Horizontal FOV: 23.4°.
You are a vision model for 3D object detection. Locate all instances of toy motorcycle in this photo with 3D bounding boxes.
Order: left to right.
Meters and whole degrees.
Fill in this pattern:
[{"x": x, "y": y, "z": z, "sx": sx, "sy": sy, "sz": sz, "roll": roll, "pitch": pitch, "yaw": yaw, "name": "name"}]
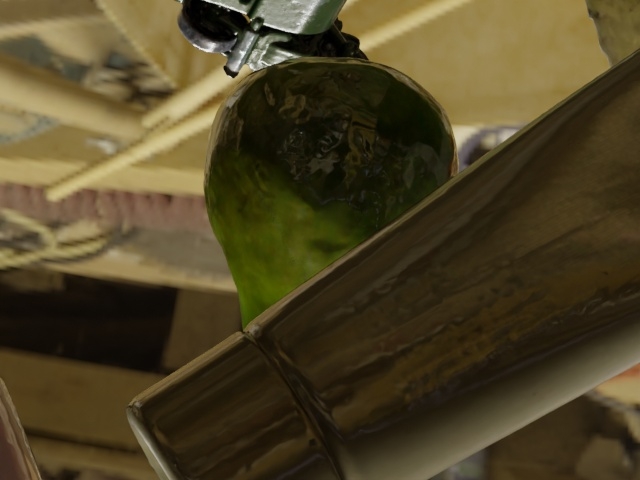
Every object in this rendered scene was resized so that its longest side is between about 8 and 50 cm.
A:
[{"x": -0.046, "y": -0.282, "z": 1.759, "sx": 0.275, "sy": 0.127, "sz": 0.205, "roll": 14, "pitch": 134, "yaw": -22, "name": "toy motorcycle"}]

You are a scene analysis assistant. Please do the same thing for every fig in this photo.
[{"x": 0.000, "y": 0.000, "z": 1.205, "sx": 0.206, "sy": 0.275, "sz": 0.206, "roll": 9, "pitch": 171, "yaw": 2, "name": "fig"}]

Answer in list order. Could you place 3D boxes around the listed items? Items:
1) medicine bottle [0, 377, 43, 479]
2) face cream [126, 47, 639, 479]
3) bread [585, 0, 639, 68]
[{"x": -0.303, "y": 0.245, "z": 1.184, "sx": 0.212, "sy": 0.325, "sz": 0.212, "roll": -23, "pitch": 161, "yaw": -9, "name": "medicine bottle"}, {"x": 0.088, "y": 0.013, "z": 0.620, "sx": 0.341, "sy": 0.137, "sz": 0.084, "roll": -30, "pitch": 158, "yaw": -12, "name": "face cream"}, {"x": 0.327, "y": -0.259, "z": 1.074, "sx": 0.242, "sy": 0.345, "sz": 0.405, "roll": 8, "pitch": 154, "yaw": -31, "name": "bread"}]
